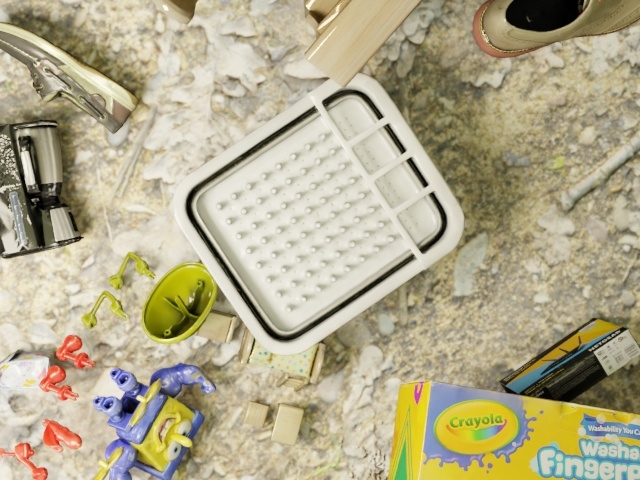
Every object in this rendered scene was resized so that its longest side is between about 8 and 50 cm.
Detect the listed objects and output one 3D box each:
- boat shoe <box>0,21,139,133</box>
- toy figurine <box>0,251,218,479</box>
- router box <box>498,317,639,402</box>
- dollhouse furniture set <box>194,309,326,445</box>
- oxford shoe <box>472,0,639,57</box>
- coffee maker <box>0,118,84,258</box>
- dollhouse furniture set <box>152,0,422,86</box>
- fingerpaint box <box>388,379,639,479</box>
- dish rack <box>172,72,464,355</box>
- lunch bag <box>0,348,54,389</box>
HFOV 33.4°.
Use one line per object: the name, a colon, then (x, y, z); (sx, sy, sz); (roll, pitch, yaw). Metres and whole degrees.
boat shoe: (-0.364, -0.224, 1.482); (0.223, 0.080, 0.073); (28, 83, -12)
toy figurine: (-0.245, 0.224, 1.496); (0.191, 0.217, 0.362); (11, 61, 32)
router box: (0.362, 0.186, 1.559); (0.179, 0.133, 0.046); (-33, 96, -5)
dollhouse furniture set: (-0.103, 0.197, 1.518); (0.182, 0.101, 0.161); (15, 90, -7)
oxford shoe: (0.399, -0.355, 1.546); (0.348, 0.130, 0.123); (-25, 95, -5)
coffee maker: (-0.428, -0.066, 1.474); (0.171, 0.120, 0.178); (-9, 92, 17)
dollhouse furniture set: (-0.072, -0.415, 1.362); (0.394, 0.256, 0.362); (35, 113, -21)
fingerpaint box: (0.307, 0.396, 1.383); (0.445, 0.163, 0.371); (9, 79, -10)
dish rack: (-0.004, -0.036, 1.456); (0.333, 0.072, 0.285); (-34, 94, -6)
lunch bag: (-0.417, 0.180, 1.494); (0.083, 0.071, 0.053); (-5, 94, -6)
